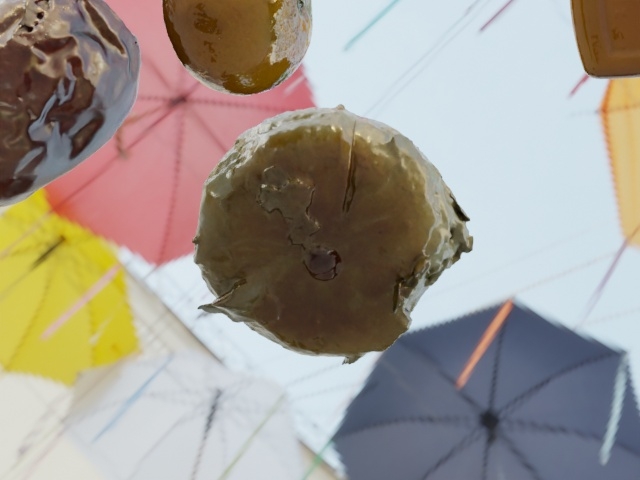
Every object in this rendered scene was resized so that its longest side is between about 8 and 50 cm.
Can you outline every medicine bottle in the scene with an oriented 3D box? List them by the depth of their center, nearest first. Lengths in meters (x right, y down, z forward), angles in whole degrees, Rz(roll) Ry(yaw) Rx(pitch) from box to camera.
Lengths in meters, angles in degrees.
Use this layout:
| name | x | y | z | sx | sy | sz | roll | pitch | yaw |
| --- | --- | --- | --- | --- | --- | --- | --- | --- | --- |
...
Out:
| name | x | y | z | sx | sy | sz | roll | pitch | yaw |
| --- | --- | --- | --- | --- | --- | --- | --- | --- | --- |
| medicine bottle | 0.290 | -0.210 | 1.459 | 0.149 | 0.222 | 0.112 | -5 | -75 | 15 |

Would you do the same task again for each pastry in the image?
| name | x | y | z | sx | sy | sz | roll | pitch | yaw |
| --- | --- | --- | --- | --- | --- | --- | --- | --- | --- |
| pastry | 0.001 | -0.005 | 1.668 | 0.235 | 0.121 | 0.257 | 37 | -68 | -8 |

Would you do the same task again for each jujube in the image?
| name | x | y | z | sx | sy | sz | roll | pitch | yaw |
| --- | --- | --- | --- | --- | --- | --- | --- | --- | --- |
| jujube | -0.289 | -0.147 | 1.741 | 0.183 | 0.243 | 0.183 | 37 | -22 | 17 |

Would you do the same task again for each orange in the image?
| name | x | y | z | sx | sy | sz | roll | pitch | yaw |
| --- | --- | --- | --- | --- | --- | --- | --- | --- | --- |
| orange | -0.070 | -0.208 | 1.581 | 0.124 | 0.156 | 0.156 | -10 | -70 | 28 |
